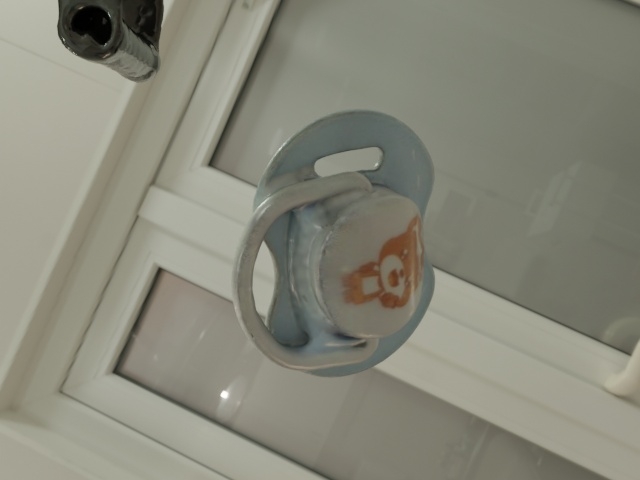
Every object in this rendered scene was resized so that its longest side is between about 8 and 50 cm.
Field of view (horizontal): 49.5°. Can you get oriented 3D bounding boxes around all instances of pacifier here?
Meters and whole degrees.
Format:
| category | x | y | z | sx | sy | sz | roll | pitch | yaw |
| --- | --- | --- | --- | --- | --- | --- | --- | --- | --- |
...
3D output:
| category | x | y | z | sx | sy | sz | roll | pitch | yaw |
| --- | --- | --- | --- | --- | --- | --- | --- | --- | --- |
| pacifier | 0.000 | 0.000 | 0.710 | 0.207 | 0.228 | 0.278 | -141 | 43 | -59 |

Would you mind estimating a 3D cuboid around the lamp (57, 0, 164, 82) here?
| category | x | y | z | sx | sy | sz | roll | pitch | yaw |
| --- | --- | --- | --- | --- | --- | --- | --- | --- | --- |
| lamp | -0.224 | -0.321 | 0.462 | 0.205 | 0.272 | 0.373 | -107 | 28 | -82 |
